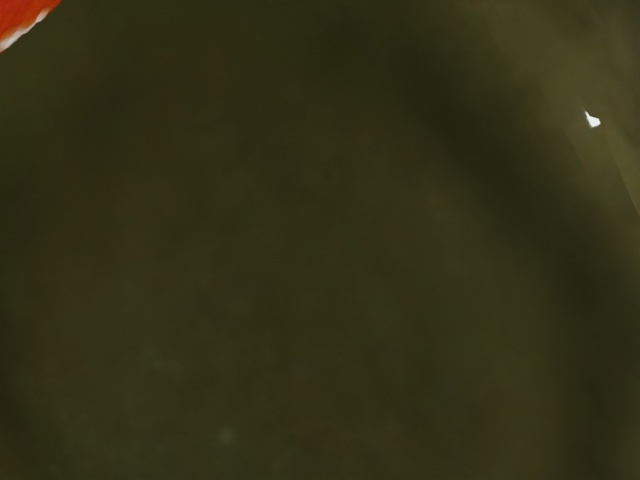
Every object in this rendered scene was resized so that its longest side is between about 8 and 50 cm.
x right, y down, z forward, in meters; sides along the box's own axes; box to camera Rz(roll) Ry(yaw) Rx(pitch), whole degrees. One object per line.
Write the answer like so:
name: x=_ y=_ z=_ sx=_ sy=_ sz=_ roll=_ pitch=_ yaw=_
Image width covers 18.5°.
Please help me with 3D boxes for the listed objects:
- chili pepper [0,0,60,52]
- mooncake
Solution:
chili pepper: x=-0.172 y=-0.028 z=0.354 sx=0.368 sy=0.092 sz=0.137 roll=-24 pitch=-168 yaw=-25
mooncake: x=0.000 y=0.000 z=0.774 sx=0.378 sy=0.378 sz=0.201 roll=-29 pitch=-165 yaw=33
